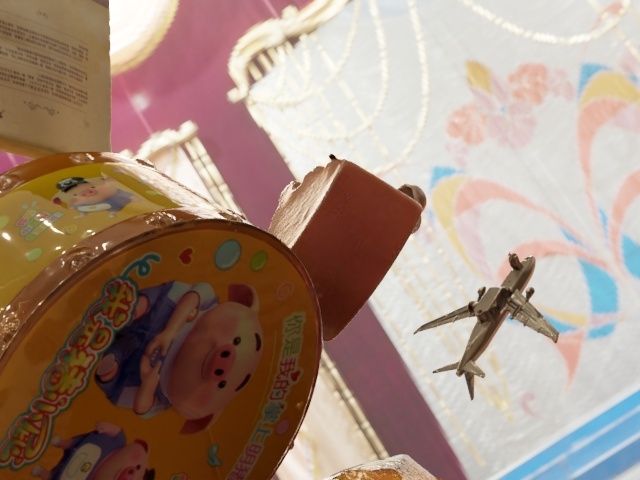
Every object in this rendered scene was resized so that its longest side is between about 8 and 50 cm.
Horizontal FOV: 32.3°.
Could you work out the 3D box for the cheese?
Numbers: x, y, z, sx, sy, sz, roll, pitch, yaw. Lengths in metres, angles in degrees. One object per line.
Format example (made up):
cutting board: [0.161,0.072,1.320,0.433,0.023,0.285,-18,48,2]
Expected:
cheese: [-0.003,0.016,1.310,0.177,0.128,0.203,-63,16,-18]

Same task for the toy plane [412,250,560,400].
toy plane: [0.224,0.096,1.416,0.226,0.058,0.226,-1,50,46]

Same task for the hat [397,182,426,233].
hat: [0.147,-0.048,1.723,0.042,0.087,0.058,7,-38,-34]

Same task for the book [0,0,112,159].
book: [-0.306,-0.228,1.212,0.026,0.289,0.201,-11,-16,33]

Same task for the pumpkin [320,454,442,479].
pumpkin: [0.070,0.383,1.132,0.256,0.303,0.225,-50,-21,5]

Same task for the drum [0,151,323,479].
drum: [-0.220,0.132,1.135,0.431,0.214,0.431,-23,-52,-34]

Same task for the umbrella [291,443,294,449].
umbrella: [-0.065,0.229,1.585,0.022,0.148,0.022,-18,0,43]
